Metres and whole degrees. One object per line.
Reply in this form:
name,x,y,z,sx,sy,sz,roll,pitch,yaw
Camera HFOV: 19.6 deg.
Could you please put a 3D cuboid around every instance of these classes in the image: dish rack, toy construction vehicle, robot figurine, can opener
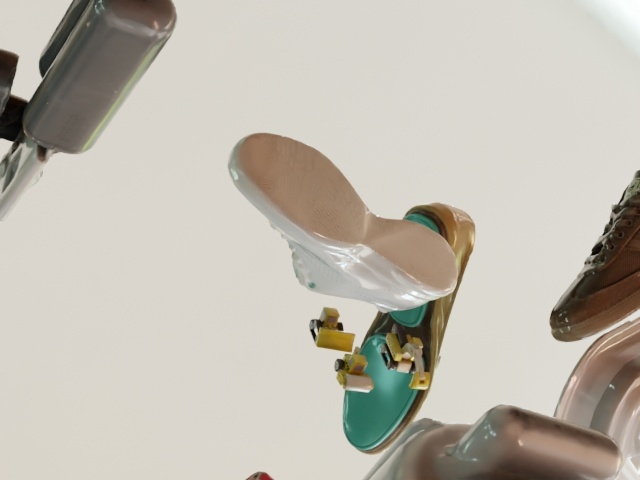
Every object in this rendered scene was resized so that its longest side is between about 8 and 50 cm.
dish rack,0.291,0.186,1.603,0.072,0.285,0.333,26,-152,29
toy construction vehicle,0.041,0.087,1.512,0.086,0.035,0.098,11,-154,-17
robot figurine,0.079,0.269,1.301,0.200,0.353,0.300,21,-144,-26
can opener,-0.164,-0.096,1.067,0.095,0.283,0.076,19,-118,-16

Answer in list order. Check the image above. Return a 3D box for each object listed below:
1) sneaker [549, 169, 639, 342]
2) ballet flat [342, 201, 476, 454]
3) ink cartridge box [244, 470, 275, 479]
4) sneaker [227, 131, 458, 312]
sneaker,0.213,-0.006,1.233,0.188,0.066,0.071,-36,-85,-18
ballet flat,0.084,0.078,1.591,0.080,0.232,0.073,30,-158,32
ink cartridge box,-0.035,0.290,1.122,0.207,0.283,0.117,39,-125,3
sneaker,0.000,0.000,1.420,0.212,0.094,0.080,34,-133,-25
